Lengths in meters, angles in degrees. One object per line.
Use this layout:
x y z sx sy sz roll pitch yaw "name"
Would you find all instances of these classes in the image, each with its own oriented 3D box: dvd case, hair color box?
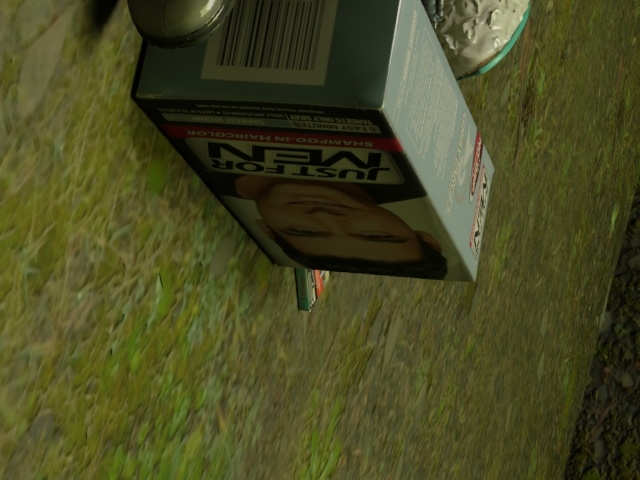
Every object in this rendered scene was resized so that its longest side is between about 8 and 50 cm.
0.000 0.000 1.679 0.119 0.013 0.087 -58 149 -54 "dvd case"
0.011 -0.081 1.398 0.374 0.185 0.113 52 45 -66 "hair color box"

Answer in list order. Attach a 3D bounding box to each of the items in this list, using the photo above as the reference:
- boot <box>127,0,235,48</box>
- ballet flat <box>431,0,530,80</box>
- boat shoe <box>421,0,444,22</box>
-0.111 -0.263 1.161 0.161 0.083 0.246 53 37 -59 "boot"
0.167 -0.320 1.989 0.409 0.147 0.147 -66 155 -54 "ballet flat"
0.065 -0.269 1.467 0.065 0.083 0.183 -50 142 -61 "boat shoe"
